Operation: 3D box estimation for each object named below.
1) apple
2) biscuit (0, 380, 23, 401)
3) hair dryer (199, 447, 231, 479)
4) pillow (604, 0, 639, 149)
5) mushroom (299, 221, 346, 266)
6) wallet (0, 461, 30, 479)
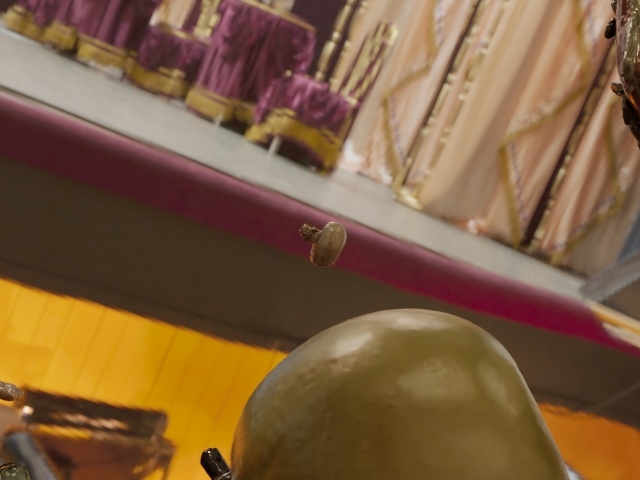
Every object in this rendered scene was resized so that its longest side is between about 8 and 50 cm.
[{"bbox_3d":[0.061,0.199,0.909,0.254,0.291,0.292,-15,12,-5],"label":"apple"},{"bbox_3d":[-0.435,0.196,1.531,0.071,0.018,0.147,22,-8,-5],"label":"biscuit"},{"bbox_3d":[-0.068,0.324,0.951,0.284,0.155,0.320,31,16,27],"label":"hair dryer"},{"bbox_3d":[0.282,-0.147,0.950,0.075,0.179,0.171,-14,-43,31],"label":"pillow"},{"bbox_3d":[0.000,0.000,1.925,0.079,0.085,0.085,24,7,-5],"label":"mushroom"},{"bbox_3d":[-0.459,0.388,1.572,0.059,0.141,0.202,-1,-16,-42],"label":"wallet"}]
